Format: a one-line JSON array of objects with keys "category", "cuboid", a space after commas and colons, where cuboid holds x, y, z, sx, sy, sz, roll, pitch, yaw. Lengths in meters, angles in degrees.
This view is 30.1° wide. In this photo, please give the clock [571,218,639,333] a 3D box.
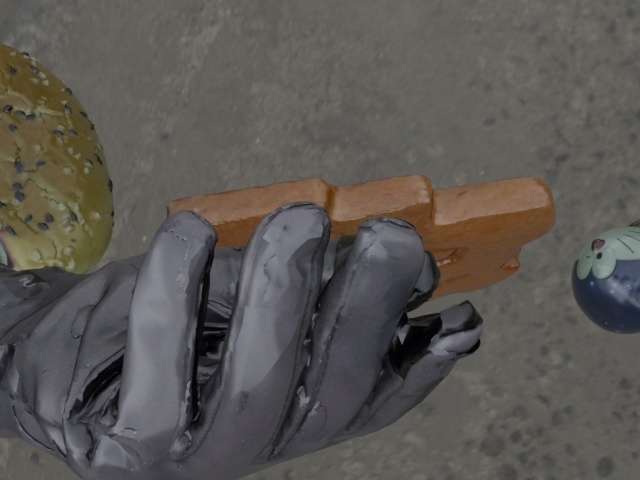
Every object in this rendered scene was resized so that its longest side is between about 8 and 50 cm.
[{"category": "clock", "cuboid": [0.463, 0.033, 1.661, 0.243, 0.199, 0.147, -27, 95, -25]}]

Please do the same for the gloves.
[{"category": "gloves", "cuboid": [-0.056, 0.041, 0.492, 0.142, 0.285, 0.119, -39, 109, -44]}]

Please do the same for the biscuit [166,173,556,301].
[{"category": "biscuit", "cuboid": [0.020, 0.010, 0.931, 0.306, 0.284, 0.043, 7, 67, -29]}]

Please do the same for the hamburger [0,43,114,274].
[{"category": "hamburger", "cuboid": [-0.279, -0.038, 1.043, 0.192, 0.168, 0.288, -13, 64, -43]}]
